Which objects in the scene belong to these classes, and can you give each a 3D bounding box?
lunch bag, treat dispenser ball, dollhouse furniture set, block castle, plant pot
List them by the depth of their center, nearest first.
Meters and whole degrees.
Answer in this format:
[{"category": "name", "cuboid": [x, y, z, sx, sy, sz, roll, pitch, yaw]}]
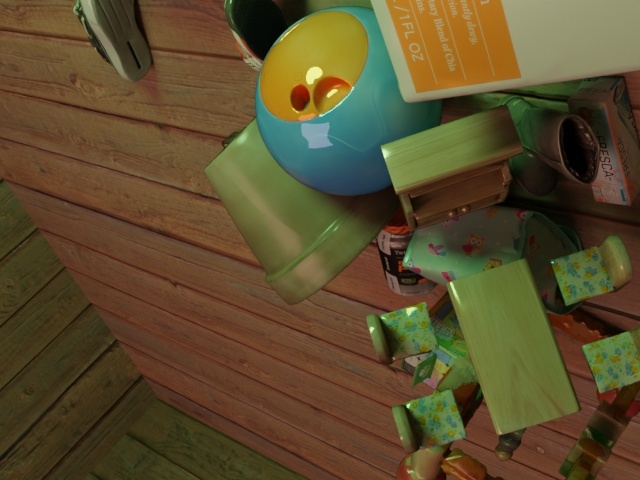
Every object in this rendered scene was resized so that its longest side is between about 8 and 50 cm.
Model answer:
[{"category": "dollhouse furniture set", "cuboid": [0.232, 0.057, 1.198, 0.256, 0.362, 0.394, 53, -160, -76]}, {"category": "treat dispenser ball", "cuboid": [0.042, -0.212, 1.351, 0.288, 0.288, 0.288, 31, 151, 20]}, {"category": "lunch bag", "cuboid": [0.309, 0.032, 1.491, 0.223, 0.160, 0.262, 11, 171, 44]}, {"category": "block castle", "cuboid": [0.360, 0.319, 1.531, 0.303, 0.453, 0.212, 31, 144, 19]}, {"category": "plant pot", "cuboid": [-0.044, -0.096, 1.583, 0.280, 0.323, 0.323, 45, 152, -9]}]

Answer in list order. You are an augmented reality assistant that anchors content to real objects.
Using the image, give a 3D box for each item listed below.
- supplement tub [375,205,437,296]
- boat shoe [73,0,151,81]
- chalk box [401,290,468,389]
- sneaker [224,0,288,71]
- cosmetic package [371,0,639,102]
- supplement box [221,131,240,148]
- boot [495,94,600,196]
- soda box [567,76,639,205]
[{"category": "supplement tub", "cuboid": [0.167, 0.008, 1.690, 0.117, 0.117, 0.190, 22, 147, 34]}, {"category": "boat shoe", "cuboid": [-0.452, -0.462, 1.812, 0.119, 0.121, 0.335, 26, 151, 20]}, {"category": "chalk box", "cuboid": [0.254, 0.215, 1.745, 0.132, 0.213, 0.132, 31, 138, 21]}, {"category": "sneaker", "cuboid": [-0.110, -0.345, 1.484, 0.145, 0.090, 0.270, 25, 178, 37]}, {"category": "cosmetic package", "cuboid": [0.280, -0.301, 0.902, 0.453, 0.161, 0.230, -5, 129, 28]}, {"category": "supplement box", "cuboid": [-0.165, -0.201, 1.899, 0.083, 0.043, 0.055, 6, 136, 48]}, {"category": "boot", "cuboid": [0.335, -0.118, 1.256, 0.189, 0.076, 0.208, 56, 173, -25]}, {"category": "soda box", "cuboid": [0.404, -0.137, 1.234, 0.058, 0.063, 0.183, 12, 141, 43]}]
